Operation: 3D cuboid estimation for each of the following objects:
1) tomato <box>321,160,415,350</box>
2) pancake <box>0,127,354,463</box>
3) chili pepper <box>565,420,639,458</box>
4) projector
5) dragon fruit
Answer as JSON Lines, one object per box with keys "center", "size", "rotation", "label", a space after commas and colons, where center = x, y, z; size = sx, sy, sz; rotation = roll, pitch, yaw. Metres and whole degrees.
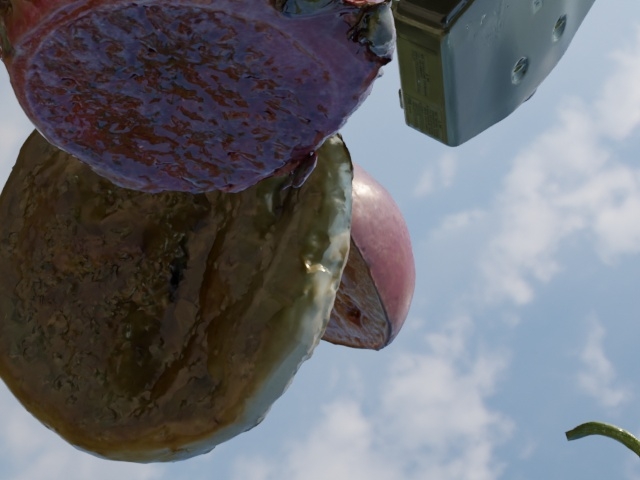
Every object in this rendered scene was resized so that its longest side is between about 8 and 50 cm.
{"center": [0.005, -0.011, 1.520], "size": [0.143, 0.338, 0.338], "rotation": [-42, -158, -25], "label": "tomato"}
{"center": [-0.148, 0.008, 1.025], "size": [0.386, 0.082, 0.387], "rotation": [-5, -104, 21], "label": "pancake"}
{"center": [0.259, 0.177, 1.020], "size": [0.083, 0.017, 0.030], "rotation": [22, -125, 20], "label": "chili pepper"}
{"center": [0.166, -0.216, 1.067], "size": [0.088, 0.194, 0.269], "rotation": [28, -119, 29], "label": "projector"}
{"center": [-0.064, -0.115, 0.562], "size": [0.282, 0.211, 0.147], "rotation": [-26, -144, 42], "label": "dragon fruit"}
